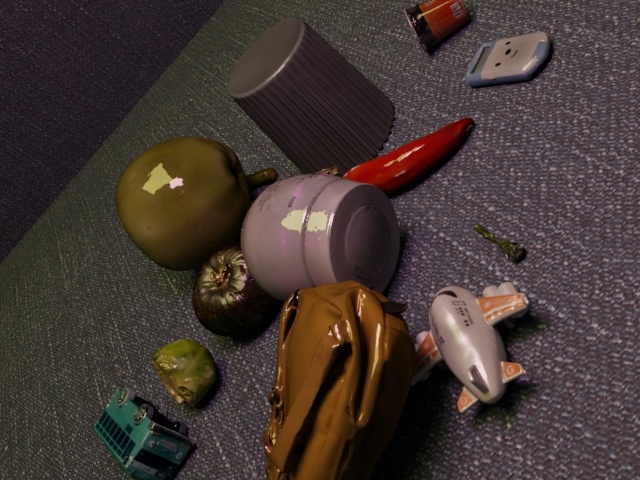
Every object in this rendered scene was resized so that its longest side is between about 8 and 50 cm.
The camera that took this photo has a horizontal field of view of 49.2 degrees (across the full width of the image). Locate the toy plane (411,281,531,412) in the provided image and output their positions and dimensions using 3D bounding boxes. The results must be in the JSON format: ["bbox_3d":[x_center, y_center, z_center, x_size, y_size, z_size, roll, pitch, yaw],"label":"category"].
[{"bbox_3d":[0.236,0.162,1.129,0.245,0.117,0.244,-30,40,29],"label":"toy plane"}]

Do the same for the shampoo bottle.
[{"bbox_3d":[0.000,0.000,1.411,0.266,0.273,0.273,-1,57,41],"label":"shampoo bottle"}]

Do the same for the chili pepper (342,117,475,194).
[{"bbox_3d":[0.169,-0.162,1.558,0.368,0.092,0.137,-18,18,33],"label":"chili pepper"}]

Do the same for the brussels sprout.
[{"bbox_3d":[-0.304,0.298,1.610,0.122,0.151,0.149,-32,-1,-25],"label":"brussels sprout"}]

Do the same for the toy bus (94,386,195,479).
[{"bbox_3d":[-0.404,0.442,1.582,0.256,0.128,0.147,15,71,56],"label":"toy bus"}]

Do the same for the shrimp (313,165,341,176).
[{"bbox_3d":[-0.040,-0.104,1.630,0.217,0.051,0.115,-31,39,-11],"label":"shrimp"}]

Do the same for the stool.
[{"bbox_3d":[-0.029,-0.345,1.720,0.297,0.330,0.297,-30,38,27],"label":"stool"}]

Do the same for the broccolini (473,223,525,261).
[{"bbox_3d":[0.324,-0.003,1.269,0.035,0.030,0.140,-39,30,1],"label":"broccolini"}]

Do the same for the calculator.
[{"bbox_3d":[0.406,-0.395,1.533,0.210,0.039,0.121,8,62,52],"label":"calculator"}]

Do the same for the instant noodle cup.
[{"bbox_3d":[0.296,-0.560,1.753,0.136,0.127,0.127,-27,40,18],"label":"instant noodle cup"}]

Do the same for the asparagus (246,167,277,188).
[{"bbox_3d":[-0.195,-0.172,2.003,0.178,0.041,0.045,-13,40,43],"label":"asparagus"}]

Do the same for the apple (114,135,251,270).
[{"bbox_3d":[-0.359,-0.104,1.862,0.357,0.357,0.357,-30,39,27],"label":"apple"}]

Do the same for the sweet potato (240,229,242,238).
[{"bbox_3d":[-0.097,-0.023,1.691,0.359,0.112,0.112,-8,52,41],"label":"sweet potato"}]

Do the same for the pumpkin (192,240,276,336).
[{"bbox_3d":[-0.199,0.109,1.635,0.238,0.159,0.238,-25,41,24],"label":"pumpkin"}]

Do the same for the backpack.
[{"bbox_3d":[0.021,0.250,1.168,0.353,0.201,0.378,-133,60,-74],"label":"backpack"}]
